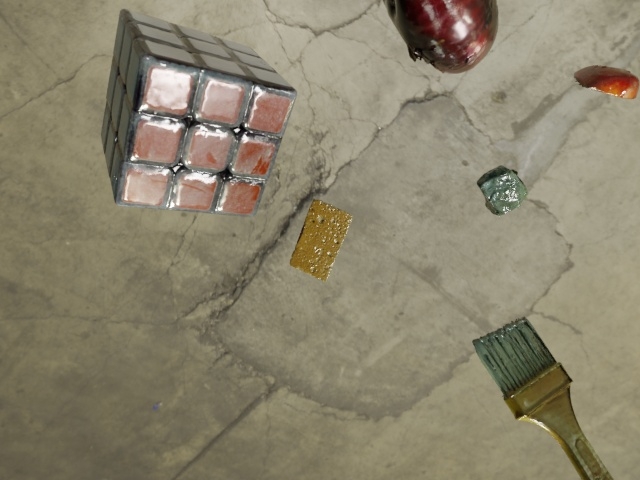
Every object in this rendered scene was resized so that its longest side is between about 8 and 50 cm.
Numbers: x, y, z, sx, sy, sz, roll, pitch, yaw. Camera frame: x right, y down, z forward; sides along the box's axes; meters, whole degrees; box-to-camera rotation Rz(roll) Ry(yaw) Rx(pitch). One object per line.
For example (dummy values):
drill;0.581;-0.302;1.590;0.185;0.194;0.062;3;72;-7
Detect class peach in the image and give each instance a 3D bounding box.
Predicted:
peach;0.890;-0.506;1.480;0.279;0.189;0.068;-18;136;-40

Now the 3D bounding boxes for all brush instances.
brush;0.190;0.158;0.339;0.082;0.218;0.010;-12;155;-39

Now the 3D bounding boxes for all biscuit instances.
biscuit;0.000;0.000;1.375;0.130;0.025;0.231;25;114;5

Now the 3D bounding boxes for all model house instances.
model house;0.326;-0.100;0.861;0.078;0.066;0.083;-38;123;7

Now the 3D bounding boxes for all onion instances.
onion;0.258;-0.498;0.968;0.232;0.314;0.314;-28;121;24

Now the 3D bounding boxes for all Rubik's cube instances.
Rubik's cube;-0.272;-0.257;1.001;0.303;0.301;0.305;5;122;-34
